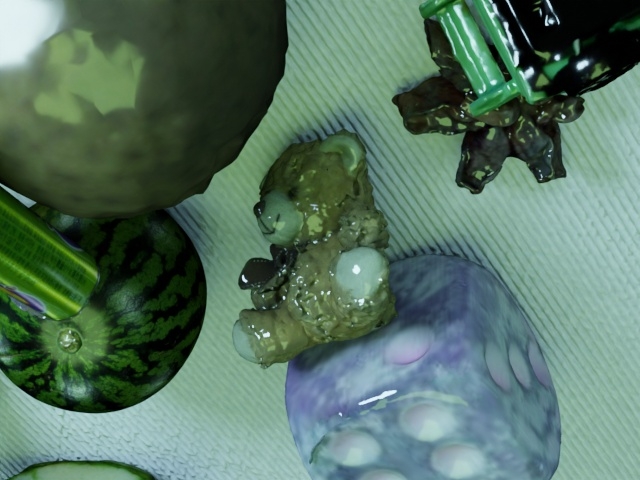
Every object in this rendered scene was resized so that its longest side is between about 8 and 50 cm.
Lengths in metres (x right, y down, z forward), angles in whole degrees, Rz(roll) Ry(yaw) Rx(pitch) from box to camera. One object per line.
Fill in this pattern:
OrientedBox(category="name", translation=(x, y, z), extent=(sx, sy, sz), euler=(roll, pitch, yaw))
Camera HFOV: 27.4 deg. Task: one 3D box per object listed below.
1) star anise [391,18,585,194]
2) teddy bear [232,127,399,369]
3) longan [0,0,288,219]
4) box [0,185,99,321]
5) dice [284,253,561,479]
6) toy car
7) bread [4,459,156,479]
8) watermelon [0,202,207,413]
OrientedBox(category="star anise", translation=(0.191, -0.148, 1.508), extent=(0.220, 0.099, 0.214), euler=(8, 117, 1))
OrientedBox(category="teddy bear", translation=(0.000, 0.000, 1.554), extent=(0.156, 0.256, 0.267), euler=(-1, 161, -44))
OrientedBox(category="longan", translation=(-0.219, -0.213, 1.355), extent=(0.391, 0.391, 0.391), euler=(3, 127, 4))
OrientedBox(category="box", translation=(-0.365, -0.025, 1.326), extent=(0.134, 0.097, 0.345), euler=(26, 169, 29))
OrientedBox(category="dice", translation=(0.131, 0.200, 1.662), extent=(0.270, 0.271, 0.270), euler=(-25, 120, 22))
OrientedBox(category="toy car", translation=(0.286, -0.275, 1.346), extent=(0.359, 0.176, 0.213), euler=(-28, 85, 5))
OrientedBox(category="bread", translation=(-0.356, 0.472, 1.855), extent=(0.366, 0.382, 0.129), euler=(-8, 122, -3))
OrientedBox(category="watermelon", translation=(-0.282, 0.072, 1.620), extent=(0.285, 0.285, 0.285), euler=(3, 127, 4))
